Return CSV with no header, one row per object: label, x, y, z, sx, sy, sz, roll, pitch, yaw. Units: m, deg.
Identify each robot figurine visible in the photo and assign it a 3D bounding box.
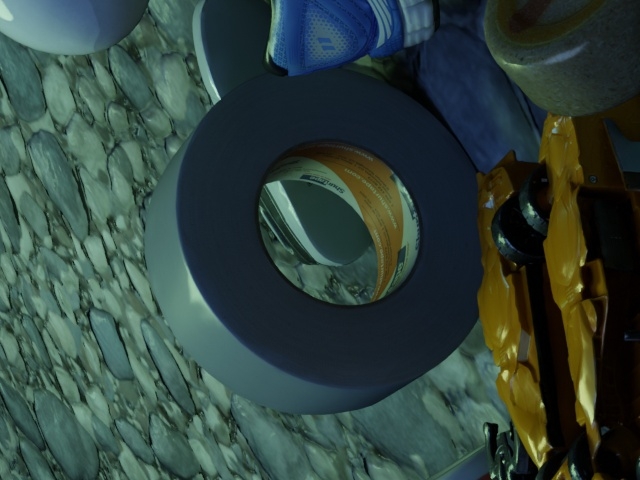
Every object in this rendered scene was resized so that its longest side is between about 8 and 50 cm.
robot figurine,0.157,0.063,1.091,0.211,0.085,0.291,127,140,-60

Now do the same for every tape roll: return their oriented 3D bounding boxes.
tape roll,0.000,0.000,1.268,0.219,0.219,0.072,58,150,5

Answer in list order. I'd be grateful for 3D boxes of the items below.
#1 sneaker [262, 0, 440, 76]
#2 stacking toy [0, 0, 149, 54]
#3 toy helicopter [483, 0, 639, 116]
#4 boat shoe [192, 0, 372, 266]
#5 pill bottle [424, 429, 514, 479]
sneaker,-0.053,-0.247,1.171,0.130,0.147,0.330,-70,-45,-82
stacking toy,-0.242,-0.312,1.219,0.480,0.350,0.350,53,150,19
toy helicopter,0.162,-0.201,0.751,0.235,0.355,0.140,-3,147,45
boat shoe,-0.040,-0.077,1.408,0.070,0.078,0.219,-7,112,58
pill bottle,0.145,0.254,1.362,0.221,0.124,0.124,58,151,6
